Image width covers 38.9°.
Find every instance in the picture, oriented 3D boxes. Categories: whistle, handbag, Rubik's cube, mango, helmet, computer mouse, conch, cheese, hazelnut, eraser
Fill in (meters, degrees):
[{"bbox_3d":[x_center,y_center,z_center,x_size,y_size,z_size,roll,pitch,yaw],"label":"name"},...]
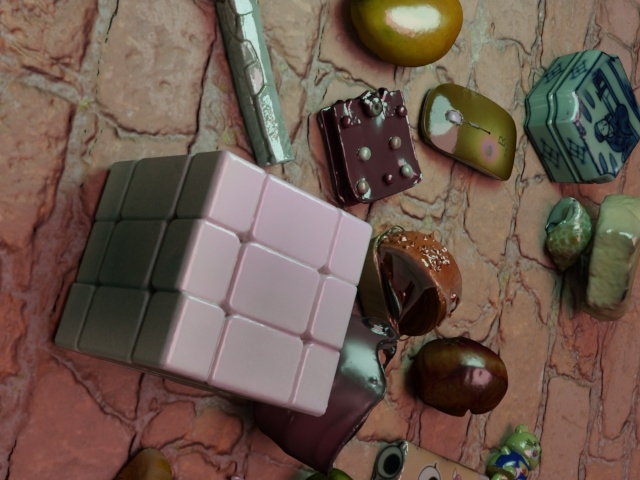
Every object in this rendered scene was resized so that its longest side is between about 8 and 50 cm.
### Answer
[{"bbox_3d":[0.437,0.520,2.073,0.227,0.085,0.105,-43,108,-32],"label":"whistle"},{"bbox_3d":[0.103,-0.187,1.783,0.203,0.074,0.216,-20,103,-40],"label":"handbag"},{"bbox_3d":[-0.162,0.068,1.394,0.319,0.322,0.315,25,73,-40],"label":"Rubik's cube"},{"bbox_3d":[0.174,-0.431,1.803,0.255,0.139,0.175,-17,89,-32],"label":"mango"},{"bbox_3d":[-0.005,0.240,1.591,0.197,0.270,0.338,27,28,-4],"label":"helmet"},{"bbox_3d":[0.341,-0.234,1.993,0.310,0.072,0.158,21,75,-38],"label":"computer mouse"},{"bbox_3d":[0.604,-0.016,2.192,0.106,0.116,0.172,11,82,-37],"label":"conch"},{"bbox_3d":[0.720,0.036,2.214,0.326,0.115,0.317,43,63,-65],"label":"cheese"},{"bbox_3d":[0.290,0.279,1.898,0.204,0.178,0.177,1,90,-10],"label":"hazelnut"},{"bbox_3d":[0.229,0.533,1.891,0.291,0.087,0.171,31,72,-36],"label":"eraser"}]

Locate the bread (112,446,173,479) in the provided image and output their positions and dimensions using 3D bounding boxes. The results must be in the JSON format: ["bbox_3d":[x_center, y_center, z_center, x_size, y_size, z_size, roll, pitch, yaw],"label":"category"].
[{"bbox_3d":[-0.287,0.407,1.442,0.083,0.094,0.157,50,52,-25],"label":"bread"}]

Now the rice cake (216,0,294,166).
[{"bbox_3d":[-0.117,-0.295,1.599,0.066,0.063,0.336,-28,107,-46],"label":"rice cake"}]

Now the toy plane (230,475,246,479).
[{"bbox_3d":[-0.139,0.524,1.530,0.252,0.118,0.252,17,49,-20],"label":"toy plane"}]

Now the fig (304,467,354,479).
[{"bbox_3d":[0.013,0.530,1.678,0.167,0.167,0.233,-36,149,-35],"label":"fig"}]

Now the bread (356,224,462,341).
[{"bbox_3d":[0.164,0.086,1.750,0.142,0.212,0.224,-30,111,-41],"label":"bread"}]

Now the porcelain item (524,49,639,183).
[{"bbox_3d":[0.648,-0.298,2.203,0.286,0.157,0.281,-49,119,-30],"label":"porcelain item"}]
